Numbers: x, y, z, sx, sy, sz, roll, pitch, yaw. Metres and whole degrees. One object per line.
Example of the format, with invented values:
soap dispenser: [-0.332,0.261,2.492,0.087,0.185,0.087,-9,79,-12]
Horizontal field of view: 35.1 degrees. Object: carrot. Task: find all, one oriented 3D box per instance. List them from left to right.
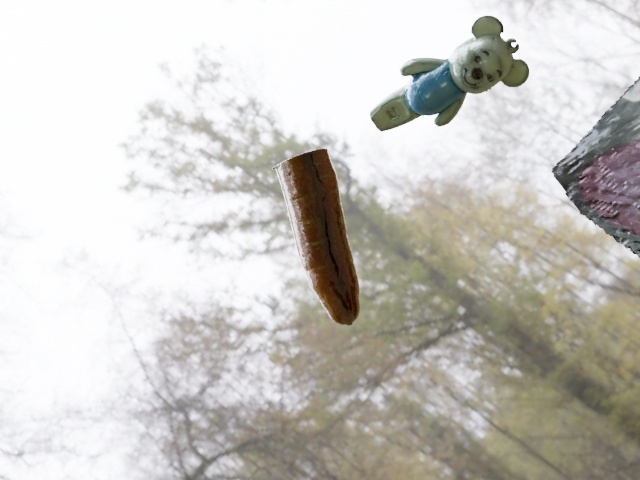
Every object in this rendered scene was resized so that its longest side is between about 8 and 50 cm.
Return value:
carrot: [0.000,0.000,0.790,0.048,0.139,0.048,-13,-5,-1]

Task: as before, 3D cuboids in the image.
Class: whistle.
whistle: [0.171,-0.217,1.414,0.236,0.114,0.077,-27,24,26]

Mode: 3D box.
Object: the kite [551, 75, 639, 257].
kite: [0.240,0.028,0.313,0.204,0.360,0.022,-35,-34,9]
